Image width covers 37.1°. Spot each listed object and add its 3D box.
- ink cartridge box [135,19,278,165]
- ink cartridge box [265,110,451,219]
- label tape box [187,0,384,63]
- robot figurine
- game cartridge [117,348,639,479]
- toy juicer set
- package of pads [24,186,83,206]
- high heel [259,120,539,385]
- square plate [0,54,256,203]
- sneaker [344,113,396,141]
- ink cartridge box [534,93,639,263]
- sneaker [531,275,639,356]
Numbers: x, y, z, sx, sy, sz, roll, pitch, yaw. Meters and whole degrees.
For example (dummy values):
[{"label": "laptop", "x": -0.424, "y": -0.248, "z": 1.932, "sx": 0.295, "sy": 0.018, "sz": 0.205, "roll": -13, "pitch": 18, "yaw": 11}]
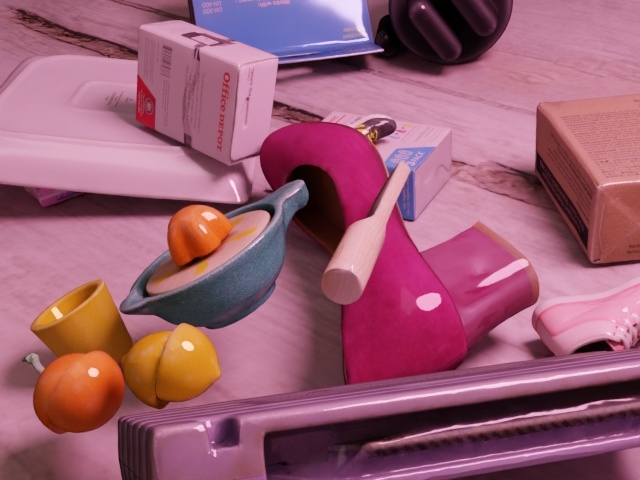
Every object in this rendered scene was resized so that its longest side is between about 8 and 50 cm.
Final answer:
[{"label": "ink cartridge box", "x": -0.122, "y": -0.158, "z": 1.004, "sx": 0.150, "sy": 0.109, "sz": 0.063, "roll": 27, "pitch": 32, "yaw": 31}, {"label": "ink cartridge box", "x": 0.039, "y": -0.087, "z": 1.026, "sx": 0.181, "sy": 0.061, "sz": 0.104, "roll": 12, "pitch": 35, "yaw": 26}, {"label": "label tape box", "x": -0.066, "y": -0.352, "z": 1.407, "sx": 0.249, "sy": 0.115, "sz": 0.347, "roll": -8, "pitch": 24, "yaw": -7}, {"label": "robot figurine", "x": 0.182, "y": -0.353, "z": 1.348, "sx": 0.209, "sy": 0.173, "sz": 0.278, "roll": 1, "pitch": 32, "yaw": 3}, {"label": "game cartridge", "x": 0.067, "y": 0.109, "z": 0.563, "sx": 0.355, "sy": 0.068, "sz": 0.230, "roll": -5, "pitch": -11, "yaw": -16}, {"label": "toy juicer set", "x": -0.080, "y": 0.026, "z": 0.693, "sx": 0.329, "sy": 0.089, "sz": 0.209, "roll": -28, "pitch": 18, "yaw": 6}, {"label": "package of pads", "x": -0.287, "y": -0.069, "z": 1.072, "sx": 0.083, "sy": 0.032, "sz": 0.050, "roll": -24, "pitch": 39, "yaw": -29}, {"label": "high heel", "x": 0.000, "y": 0.000, "z": 0.840, "sx": 0.181, "sy": 0.127, "sz": 0.377, "roll": -28, "pitch": 33, "yaw": -23}, {"label": "square plate", "x": -0.239, "y": -0.151, "z": 1.133, "sx": 0.344, "sy": 0.049, "sz": 0.347, "roll": 5, "pitch": 29, "yaw": -1}, {"label": "sneaker", "x": 0.039, "y": -0.102, "z": 0.970, "sx": 0.083, "sy": 0.031, "sz": 0.035, "roll": -15, "pitch": 49, "yaw": -4}, {"label": "ink cartridge box", "x": 0.349, "y": -0.071, "z": 0.932, "sx": 0.235, "sy": 0.088, "sz": 0.193, "roll": -5, "pitch": 30, "yaw": -2}, {"label": "sneaker", "x": 0.242, "y": 0.070, "z": 0.753, "sx": 0.134, "sy": 0.051, "sz": 0.070, "roll": -11, "pitch": 33, "yaw": -4}]
